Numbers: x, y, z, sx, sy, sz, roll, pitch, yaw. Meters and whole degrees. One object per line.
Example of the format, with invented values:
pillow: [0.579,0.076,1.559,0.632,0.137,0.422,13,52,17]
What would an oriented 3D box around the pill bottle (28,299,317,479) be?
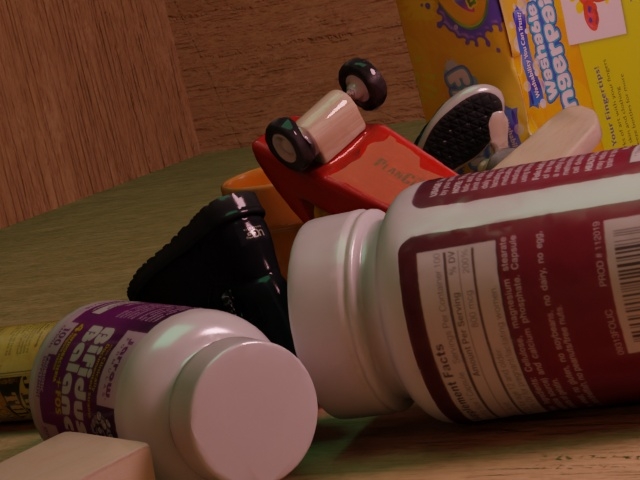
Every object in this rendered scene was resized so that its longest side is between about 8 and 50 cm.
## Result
pill bottle: [-0.132,0.142,1.773,0.169,0.169,0.301,-18,10,-30]

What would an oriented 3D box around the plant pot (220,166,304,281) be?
plant pot: [0.000,0.000,2.394,0.205,0.188,0.205,-13,10,2]

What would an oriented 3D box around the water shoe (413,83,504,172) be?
water shoe: [0.134,-0.110,2.274,0.203,0.073,0.080,-53,22,23]

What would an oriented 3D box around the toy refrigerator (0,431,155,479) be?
toy refrigerator: [-0.254,0.245,1.578,0.102,0.094,0.269,3,17,37]

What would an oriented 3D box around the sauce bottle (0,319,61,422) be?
sauce bottle: [-0.272,0.139,2.178,0.344,0.111,0.111,-9,10,32]

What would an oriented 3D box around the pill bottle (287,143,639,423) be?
pill bottle: [0.185,0.044,1.753,0.392,0.224,0.224,-9,10,21]

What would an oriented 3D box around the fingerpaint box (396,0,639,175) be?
fingerpaint box: [0.291,-0.203,2.411,0.163,0.445,0.371,-8,11,44]

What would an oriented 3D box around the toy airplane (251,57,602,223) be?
toy airplane: [0.125,0.010,2.086,0.386,0.272,0.384,-5,47,1]

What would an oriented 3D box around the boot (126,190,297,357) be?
boot: [-0.091,0.094,1.939,0.094,0.207,0.246,-11,-20,-34]
